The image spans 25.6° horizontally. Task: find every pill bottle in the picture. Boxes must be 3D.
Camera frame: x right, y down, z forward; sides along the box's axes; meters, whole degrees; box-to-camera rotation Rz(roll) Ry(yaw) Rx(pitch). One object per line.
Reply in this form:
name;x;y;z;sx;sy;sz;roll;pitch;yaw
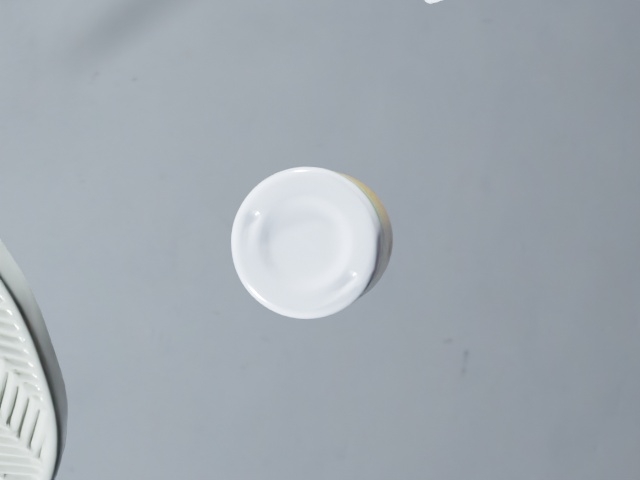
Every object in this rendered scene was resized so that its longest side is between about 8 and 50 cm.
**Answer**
pill bottle;0.000;0.000;1.362;0.136;0.245;0.136;0;91;7

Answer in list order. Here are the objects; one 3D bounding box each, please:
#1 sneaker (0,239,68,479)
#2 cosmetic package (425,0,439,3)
sneaker;-0.216;-0.026;0.673;0.131;0.148;0.350;-18;116;3
cosmetic package;0.120;-0.297;1.002;0.184;0.151;0.151;60;36;-16
